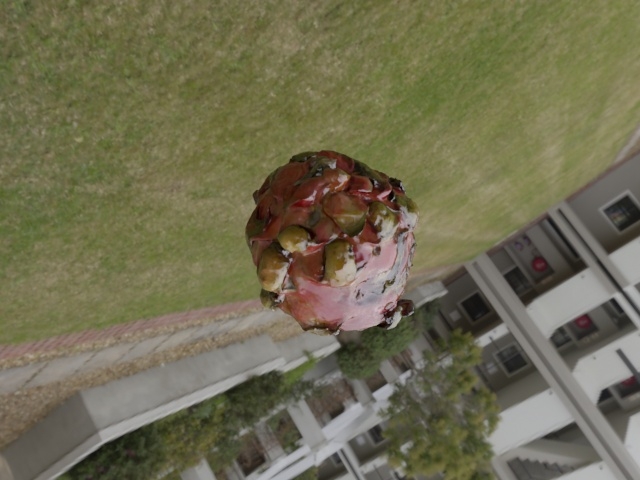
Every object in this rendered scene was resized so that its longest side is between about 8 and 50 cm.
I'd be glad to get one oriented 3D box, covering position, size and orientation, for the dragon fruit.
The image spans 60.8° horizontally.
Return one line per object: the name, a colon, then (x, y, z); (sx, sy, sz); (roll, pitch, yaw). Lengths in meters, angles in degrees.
dragon fruit: (0.000, 0.000, 0.871); (0.314, 0.296, 0.263); (6, 169, 11)
